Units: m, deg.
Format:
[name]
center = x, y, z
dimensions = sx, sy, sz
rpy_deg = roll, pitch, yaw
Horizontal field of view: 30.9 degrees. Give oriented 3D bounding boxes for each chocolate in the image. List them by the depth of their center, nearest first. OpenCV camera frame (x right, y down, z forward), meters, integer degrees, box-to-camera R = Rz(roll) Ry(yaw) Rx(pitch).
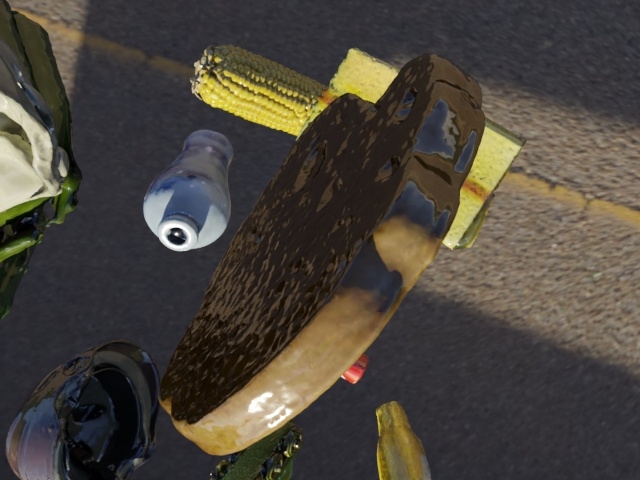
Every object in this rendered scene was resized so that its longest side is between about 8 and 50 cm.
[chocolate]
center = 0.115, 0.324, 1.662
dimensions = 0.085, 0.085, 0.219
rpy_deg = -36, 40, 21

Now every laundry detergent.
[laundry detergent]
center = -0.007, 0.165, 1.828
dimensions = 0.165, 0.097, 0.049
rpy_deg = 30, 84, -5

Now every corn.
[corn]
center = -0.057, -0.226, 1.862
dimensions = 0.305, 0.106, 0.106
rpy_deg = 20, 103, -15

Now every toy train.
[toy train]
center = -0.103, 0.376, 1.827
dimensions = 0.090, 0.225, 0.137
rpy_deg = 20, 129, 20

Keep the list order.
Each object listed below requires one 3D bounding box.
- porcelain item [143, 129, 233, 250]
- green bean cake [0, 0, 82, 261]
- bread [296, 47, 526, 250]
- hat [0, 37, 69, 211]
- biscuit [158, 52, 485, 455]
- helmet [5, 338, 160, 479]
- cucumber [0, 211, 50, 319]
[porcelain item]
center = -0.210, -0.082, 1.923
dimensions = 0.141, 0.259, 0.141
rpy_deg = 5, 126, 7
[green bean cake]
center = -0.418, -0.083, 1.020
dimensions = 0.335, 0.319, 0.218
rpy_deg = -31, 66, 23
[bread]
center = 0.120, -0.128, 1.512
dimensions = 0.264, 0.163, 0.168
rpy_deg = 33, 101, 0
[hat]
center = -0.250, -0.113, 0.639
dimensions = 0.149, 0.214, 0.245
rpy_deg = -21, 77, -18
[biscuit]
center = 0.000, 0.000, 0.956
dimensions = 0.074, 0.381, 0.359
rpy_deg = 40, 125, -16
[helmet]
center = -0.410, 0.313, 1.961
dimensions = 0.177, 0.305, 0.225
rpy_deg = -11, 123, 31
[cucumber]
center = -0.417, 0.069, 1.317
dimensions = 0.105, 0.325, 0.145
rpy_deg = 27, 146, -2
